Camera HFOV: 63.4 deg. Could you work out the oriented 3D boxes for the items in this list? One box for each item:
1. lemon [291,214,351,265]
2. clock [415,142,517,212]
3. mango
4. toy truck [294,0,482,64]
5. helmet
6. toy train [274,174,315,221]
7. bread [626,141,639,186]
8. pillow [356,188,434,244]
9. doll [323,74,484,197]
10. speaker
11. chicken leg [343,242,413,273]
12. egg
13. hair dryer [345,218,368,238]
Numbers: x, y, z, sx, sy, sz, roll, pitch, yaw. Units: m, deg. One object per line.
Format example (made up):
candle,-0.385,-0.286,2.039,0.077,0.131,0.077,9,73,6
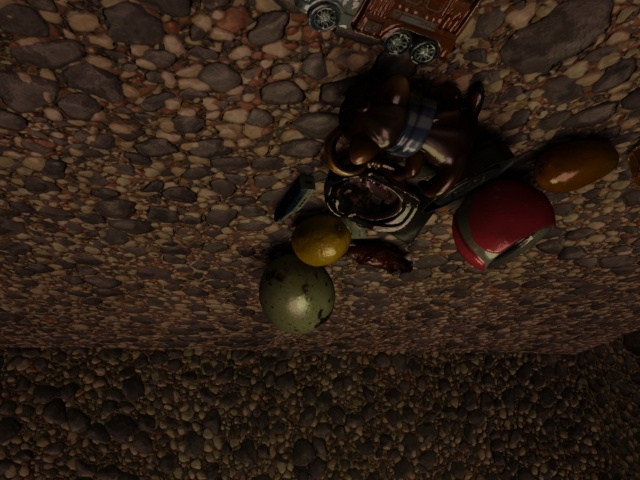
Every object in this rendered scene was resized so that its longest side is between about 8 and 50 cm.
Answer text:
lemon,0.000,0.000,1.696,0.170,0.169,0.207,21,146,-40
clock,0.386,-0.165,1.391,0.281,0.055,0.280,-26,170,-5
mango,0.692,-0.205,1.402,0.221,0.120,0.151,-18,154,14
toy truck,0.113,-0.428,0.878,0.306,0.136,0.162,7,145,-25
helmet,0.134,-0.141,1.425,0.254,0.154,0.198,8,140,-13
toy train,-0.083,-0.117,1.575,0.051,0.052,0.234,4,153,-24
bread,0.959,-0.217,1.418,0.199,0.104,0.199,-1,152,-1
pillow,0.245,-0.087,1.582,0.250,0.106,0.185,18,113,-36
doll,0.198,-0.252,1.205,0.340,0.209,0.317,10,119,-28
speaker,0.542,-0.048,1.535,0.295,0.294,0.294,-2,154,-1
chicken leg,0.176,0.054,1.914,0.408,0.095,0.158,11,170,-22
egg,-0.091,0.199,1.956,0.288,0.287,0.379,-8,139,10
hair dryer,0.202,-0.073,1.703,0.238,0.075,0.206,-14,160,5
